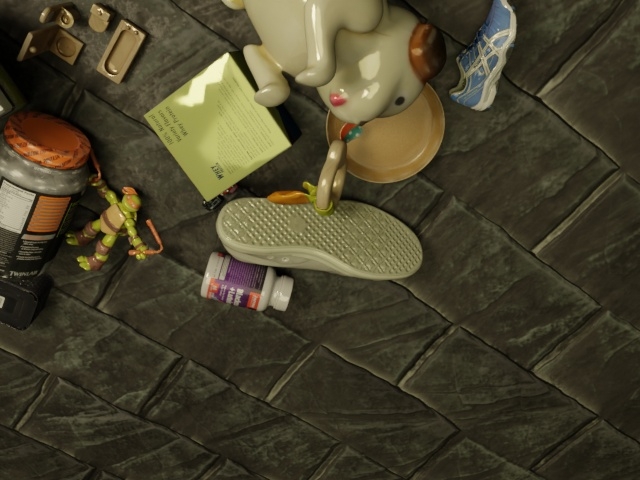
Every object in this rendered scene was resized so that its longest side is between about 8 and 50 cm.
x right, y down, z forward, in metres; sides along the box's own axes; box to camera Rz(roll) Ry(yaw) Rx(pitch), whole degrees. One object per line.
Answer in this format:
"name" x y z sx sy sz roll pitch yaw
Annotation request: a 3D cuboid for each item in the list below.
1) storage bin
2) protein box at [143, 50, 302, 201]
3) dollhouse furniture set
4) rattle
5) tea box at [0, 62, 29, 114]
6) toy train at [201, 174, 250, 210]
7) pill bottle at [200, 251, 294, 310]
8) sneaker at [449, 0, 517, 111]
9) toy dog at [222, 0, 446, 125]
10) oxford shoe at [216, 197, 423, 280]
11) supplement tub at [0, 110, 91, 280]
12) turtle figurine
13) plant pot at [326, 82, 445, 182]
"storage bin" -0.740 0.115 1.329 0.180 0.084 0.122 27 115 -11
"protein box" -0.180 -0.221 1.094 0.201 0.136 0.199 -31 103 16
"dollhouse furniture set" -0.434 -0.360 1.051 0.151 0.123 0.144 33 114 -14
"rattle" -0.006 -0.158 1.134 0.143 0.130 0.199 19 109 29
"tea box" -0.720 -0.240 0.960 0.329 0.323 0.219 -32 114 -8
"toy train" -0.195 -0.119 1.223 0.036 0.027 0.158 40 112 -19
"pill bottle" -0.163 0.099 1.288 0.194 0.108 0.108 15 117 -6
"sneaker" 0.303 -0.346 1.061 0.081 0.080 0.211 8 116 -6
"toy dog" 0.011 -0.372 0.941 0.285 0.395 0.408 -20 119 46
"oxford shoe" 0.000 0.000 1.231 0.450 0.169 0.130 7 157 -11
"supplement tub" -0.596 -0.089 1.156 0.194 0.193 0.316 30 114 -13
"turtle figurine" -0.458 -0.048 1.236 0.217 0.087 0.269 -38 88 22
"plant pot" 0.130 -0.231 1.153 0.237 0.032 0.236 0 117 1
